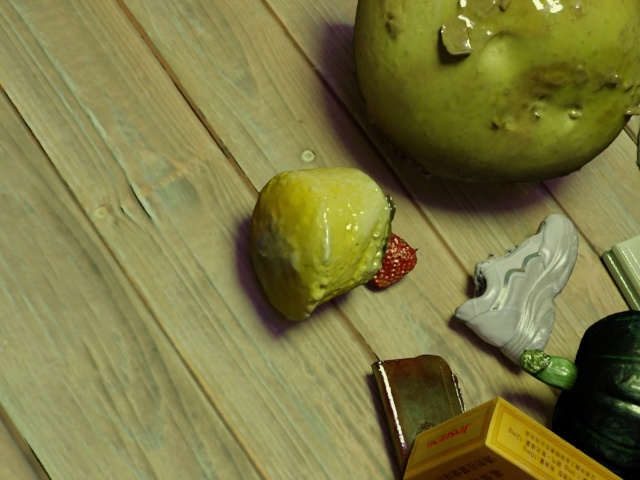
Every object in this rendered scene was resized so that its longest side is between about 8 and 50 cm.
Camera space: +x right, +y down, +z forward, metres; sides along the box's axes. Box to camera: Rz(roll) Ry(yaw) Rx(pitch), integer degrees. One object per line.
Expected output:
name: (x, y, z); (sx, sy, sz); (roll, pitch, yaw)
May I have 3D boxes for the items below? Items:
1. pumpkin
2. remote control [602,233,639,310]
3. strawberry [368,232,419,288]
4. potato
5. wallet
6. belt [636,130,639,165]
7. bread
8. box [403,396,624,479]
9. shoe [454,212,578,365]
pumpkin: (0.387, 0.200, 1.362); (0.248, 0.248, 0.248); (8, 63, -16)
remote control: (0.552, 0.119, 1.564); (0.102, 0.055, 0.277); (-20, 74, -27)
strawberry: (0.097, 0.030, 1.436); (0.073, 0.073, 0.083); (33, 72, -2)
potato: (0.263, -0.243, 1.453); (0.441, 0.385, 0.320); (4, 75, -6)
wallet: (0.156, 0.277, 1.353); (0.137, 0.031, 0.255); (-4, 69, -27)
belt: (0.640, -0.144, 1.698); (0.184, 0.105, 0.262); (5, 66, -20)
bread: (-0.004, -0.001, 1.350); (0.170, 0.197, 0.197); (-12, 70, -32)
box: (0.266, 0.317, 1.264); (0.274, 0.174, 0.076); (34, 52, -13)
shoe: (0.288, 0.052, 1.478); (0.137, 0.095, 0.245); (28, 65, -8)
